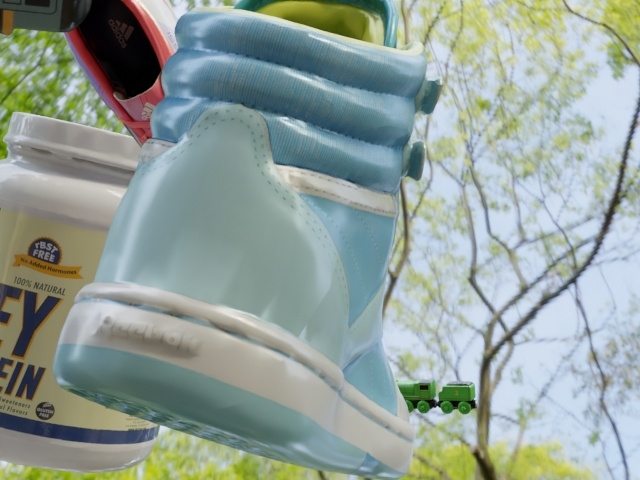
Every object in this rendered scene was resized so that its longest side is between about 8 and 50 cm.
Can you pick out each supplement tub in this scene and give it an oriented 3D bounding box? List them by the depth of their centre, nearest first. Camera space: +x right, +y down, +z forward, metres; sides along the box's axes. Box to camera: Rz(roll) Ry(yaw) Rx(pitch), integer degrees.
[{"bbox_3d":[-0.251,0.050,1.075,0.236,0.235,0.324,13,-90,-5],"label":"supplement tub"}]

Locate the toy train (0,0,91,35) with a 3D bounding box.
[{"bbox_3d":[-0.223,-0.272,0.651,0.190,0.142,0.334,2,-41,-18],"label":"toy train"}]

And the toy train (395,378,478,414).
[{"bbox_3d":[0.070,0.109,0.739,0.083,0.017,0.023,-2,-85,23],"label":"toy train"}]

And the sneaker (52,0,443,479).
[{"bbox_3d":[0.000,0.000,0.505,0.127,0.319,0.208,13,-101,11],"label":"sneaker"}]

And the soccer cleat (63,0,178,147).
[{"bbox_3d":[-0.117,-0.093,0.883,0.109,0.116,0.318,-30,-78,14],"label":"soccer cleat"}]
